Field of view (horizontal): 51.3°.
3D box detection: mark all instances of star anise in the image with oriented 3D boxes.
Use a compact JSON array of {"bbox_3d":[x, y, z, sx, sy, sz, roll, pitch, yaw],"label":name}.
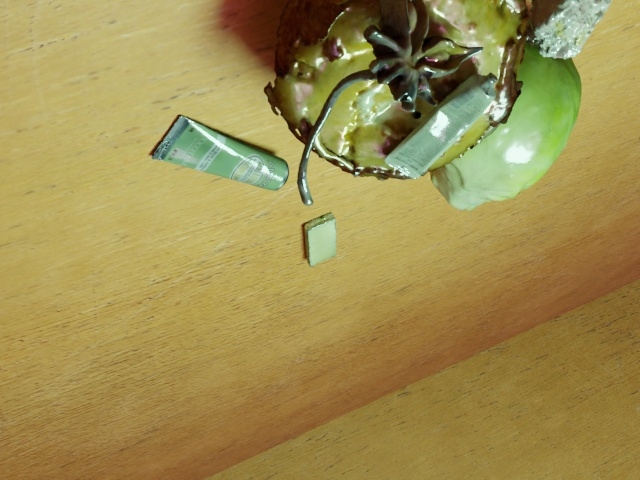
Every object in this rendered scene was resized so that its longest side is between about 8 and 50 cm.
[{"bbox_3d":[0.053,-0.162,0.769,0.148,0.219,0.227,-1,176,-40],"label":"star anise"}]

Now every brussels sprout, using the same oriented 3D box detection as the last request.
[{"bbox_3d":[0.280,-0.203,1.079,0.317,0.242,0.273,-58,170,8],"label":"brussels sprout"}]

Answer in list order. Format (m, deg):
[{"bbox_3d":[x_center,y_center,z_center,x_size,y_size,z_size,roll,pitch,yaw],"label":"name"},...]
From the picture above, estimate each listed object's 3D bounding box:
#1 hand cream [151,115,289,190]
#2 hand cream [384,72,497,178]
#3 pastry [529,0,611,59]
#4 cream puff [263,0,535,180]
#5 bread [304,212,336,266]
[{"bbox_3d":[-0.140,-0.125,1.039,0.235,0.055,0.086,15,128,-43],"label":"hand cream"},{"bbox_3d":[0.148,-0.137,0.798,0.057,0.037,0.165,25,129,-27],"label":"hand cream"},{"bbox_3d":[0.361,-0.389,0.918,0.112,0.102,0.265,28,86,-33],"label":"pastry"},{"bbox_3d":[0.104,-0.240,0.865,0.350,0.229,0.351,-2,128,-3],"label":"cream puff"},{"bbox_3d":[0.000,0.000,1.399,0.068,0.028,0.154,-23,151,-11],"label":"bread"}]
